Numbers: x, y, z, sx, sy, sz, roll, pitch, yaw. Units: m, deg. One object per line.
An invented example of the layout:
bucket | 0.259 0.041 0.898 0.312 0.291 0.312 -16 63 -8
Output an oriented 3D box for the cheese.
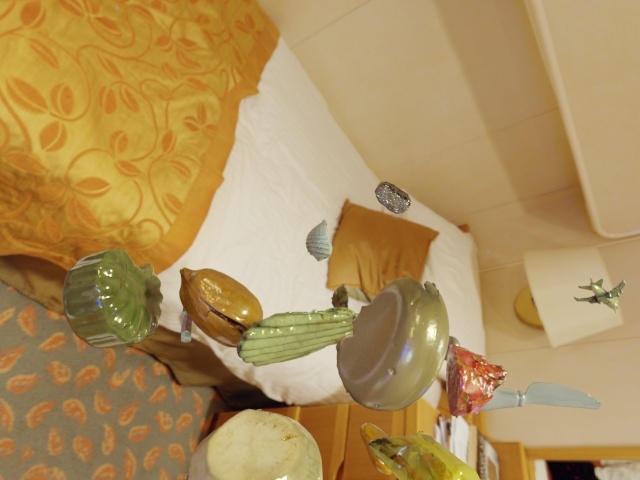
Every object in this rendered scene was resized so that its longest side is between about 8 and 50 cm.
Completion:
cheese | 0.113 0.150 0.650 0.091 0.202 0.175 24 18 -24

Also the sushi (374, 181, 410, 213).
sushi | 0.282 -0.168 1.702 0.151 0.090 0.078 33 27 3

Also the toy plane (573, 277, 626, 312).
toy plane | 0.601 0.118 0.920 0.111 0.102 0.040 39 47 -17

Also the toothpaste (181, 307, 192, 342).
toothpaste | -0.473 0.265 1.537 0.036 0.056 0.205 32 30 -37

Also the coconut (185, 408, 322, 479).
coconut | -0.141 0.545 0.948 0.323 0.323 0.322 33 49 -48

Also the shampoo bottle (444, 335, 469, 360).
shampoo bottle | 0.402 0.339 1.358 0.040 0.165 0.079 16 83 -17

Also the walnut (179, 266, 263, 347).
walnut | -0.343 0.210 1.448 0.336 0.209 0.209 44 35 -2

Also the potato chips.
potato chips | -0.063 0.304 1.372 0.430 0.358 0.069 -3 58 -29

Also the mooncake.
mooncake | -0.701 0.202 1.503 0.351 0.188 0.350 -9 90 -81

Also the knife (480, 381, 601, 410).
knife | 0.566 0.411 1.150 0.044 0.332 0.079 -61 147 -76

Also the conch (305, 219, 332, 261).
conch | -0.004 0.002 0.912 0.076 0.057 0.085 178 -101 -82

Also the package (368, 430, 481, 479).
package | 0.230 0.486 0.923 0.169 0.226 0.090 7 98 -33

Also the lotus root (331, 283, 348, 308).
lotus root | 0.093 0.312 2.033 0.183 0.078 0.203 -103 -175 -64

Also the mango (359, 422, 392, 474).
mango | 0.209 0.733 1.530 0.115 0.090 0.178 32 15 -42

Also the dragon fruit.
dragon fruit | 0.324 0.298 0.901 0.153 0.111 0.152 3 90 -80
